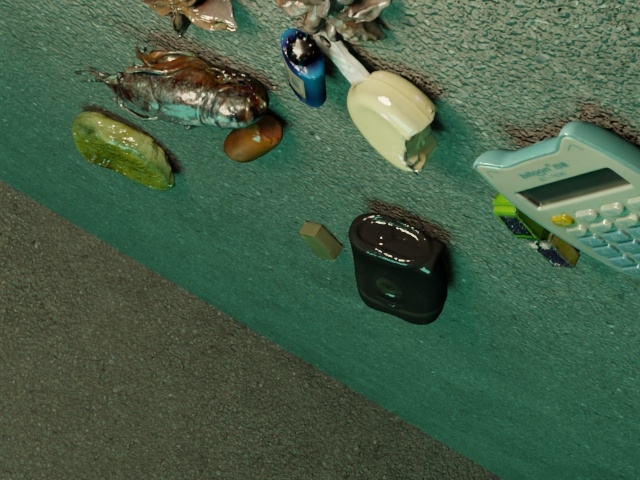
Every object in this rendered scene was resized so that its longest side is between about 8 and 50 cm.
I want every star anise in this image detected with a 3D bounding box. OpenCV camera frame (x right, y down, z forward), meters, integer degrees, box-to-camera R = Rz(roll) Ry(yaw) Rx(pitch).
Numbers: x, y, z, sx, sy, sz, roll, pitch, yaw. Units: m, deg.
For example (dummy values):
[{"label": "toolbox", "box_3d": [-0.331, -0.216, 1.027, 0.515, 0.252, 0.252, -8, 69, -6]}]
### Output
[{"label": "star anise", "box_3d": [-0.215, -0.379, 1.488, 0.172, 0.063, 0.208, 45, 161, -29]}, {"label": "star anise", "box_3d": [0.005, -0.312, 1.314, 0.195, 0.065, 0.182, 26, 170, -18]}]

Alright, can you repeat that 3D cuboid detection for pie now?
[{"label": "pie", "box_3d": [-0.461, -0.210, 2.332, 0.277, 0.078, 0.277, 22, 163, 7]}]

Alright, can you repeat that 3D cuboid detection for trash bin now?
[{"label": "trash bin", "box_3d": [0.000, 0.000, 2.234, 0.061, 0.043, 0.092, 13, 153, 42]}]

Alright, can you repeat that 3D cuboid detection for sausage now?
[{"label": "sausage", "box_3d": [-0.130, -0.189, 1.856, 0.076, 0.076, 0.197, 34, 163, -15]}]

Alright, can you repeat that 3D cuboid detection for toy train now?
[{"label": "toy train", "box_3d": [0.344, -0.025, 1.552, 0.202, 0.081, 0.060, 41, 159, -33]}]

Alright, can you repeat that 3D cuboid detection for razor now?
[{"label": "razor", "box_3d": [0.160, 0.057, 2.014, 0.204, 0.113, 0.349, 23, 160, 16]}]

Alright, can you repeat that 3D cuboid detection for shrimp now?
[{"label": "shrimp", "box_3d": [-0.258, -0.254, 1.748, 0.372, 0.137, 0.172, 19, 144, 25]}]

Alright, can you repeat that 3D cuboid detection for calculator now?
[{"label": "calculator", "box_3d": [0.420, -0.042, 1.401, 0.386, 0.054, 0.256, 34, 156, -21]}]

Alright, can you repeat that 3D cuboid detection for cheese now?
[{"label": "cheese", "box_3d": [0.077, -0.208, 1.474, 0.249, 0.071, 0.163, 41, 164, 4]}]

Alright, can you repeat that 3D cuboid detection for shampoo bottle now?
[{"label": "shampoo bottle", "box_3d": [-0.025, -0.259, 1.467, 0.087, 0.050, 0.183, 57, 177, 8]}]
